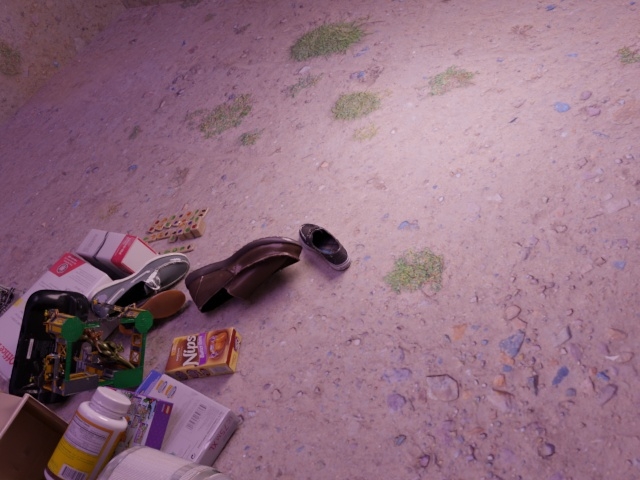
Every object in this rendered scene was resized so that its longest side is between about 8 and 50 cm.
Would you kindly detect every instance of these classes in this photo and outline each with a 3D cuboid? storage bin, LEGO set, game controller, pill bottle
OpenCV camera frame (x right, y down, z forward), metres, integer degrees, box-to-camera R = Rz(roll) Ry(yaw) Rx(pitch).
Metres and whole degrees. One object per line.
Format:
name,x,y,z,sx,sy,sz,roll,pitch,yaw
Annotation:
storage bin,-0.721,0.533,1.509,0.123,0.260,0.262,2,51,31
LEGO set,-0.614,0.278,1.664,0.192,0.255,0.331,5,10,34
game controller,-0.737,0.292,1.737,0.067,0.166,0.320,18,96,59
pill bottle,-0.511,0.442,1.419,0.117,0.117,0.215,21,80,42

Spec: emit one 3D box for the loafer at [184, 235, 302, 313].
loafer,-0.201,0.104,1.753,0.365,0.133,0.130,-25,63,21

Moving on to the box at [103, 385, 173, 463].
box,-0.467,0.501,1.477,0.200,0.057,0.294,2,69,34

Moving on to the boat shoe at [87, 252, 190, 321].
boat shoe,-0.509,0.140,1.854,0.319,0.116,0.099,-27,41,-29

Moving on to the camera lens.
camera lens,-0.307,0.545,1.269,0.274,0.219,0.220,7,53,25

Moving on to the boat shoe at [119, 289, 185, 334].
boat shoe,-0.484,0.202,1.844,0.206,0.073,0.073,-26,0,-4

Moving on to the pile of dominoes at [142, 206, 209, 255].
pile of dominoes,-0.495,-0.030,2.104,0.251,0.040,0.196,-12,45,20

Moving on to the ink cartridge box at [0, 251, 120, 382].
ink cartridge box,-0.792,0.252,1.906,0.279,0.160,0.385,20,61,42

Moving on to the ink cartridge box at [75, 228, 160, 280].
ink cartridge box,-0.609,0.058,1.976,0.237,0.172,0.100,9,62,36

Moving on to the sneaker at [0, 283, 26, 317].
sneaker,-1.099,0.204,2.148,0.343,0.146,0.134,0,49,30

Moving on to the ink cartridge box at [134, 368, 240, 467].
ink cartridge box,-0.356,0.443,1.534,0.311,0.065,0.186,16,61,37

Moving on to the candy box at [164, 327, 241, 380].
candy box,-0.305,0.297,1.657,0.186,0.053,0.109,-14,44,21

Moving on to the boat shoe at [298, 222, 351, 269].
boat shoe,0.000,0.000,1.752,0.080,0.076,0.228,-36,41,-7
